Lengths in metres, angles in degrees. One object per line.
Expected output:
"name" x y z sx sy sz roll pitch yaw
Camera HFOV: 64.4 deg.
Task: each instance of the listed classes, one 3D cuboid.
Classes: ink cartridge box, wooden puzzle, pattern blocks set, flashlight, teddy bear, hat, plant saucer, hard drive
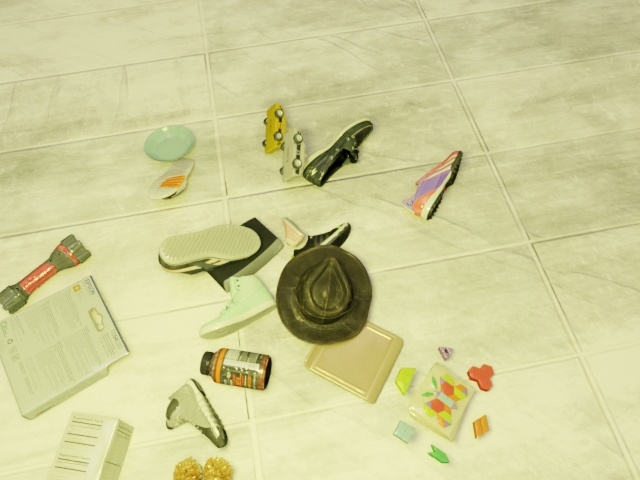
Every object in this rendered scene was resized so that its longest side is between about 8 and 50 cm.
"ink cartridge box" -0.792 0.316 1.559 0.330 0.071 0.324 -29 63 -18
"wooden puzzle" 0.102 0.343 1.539 0.239 0.044 0.220 27 64 11
"pattern blocks set" 0.346 0.450 1.432 0.286 0.026 0.324 23 56 4
"flashlight" -0.904 0.112 1.660 0.103 0.103 0.304 37 66 17
"teddy bear" -0.316 0.723 1.289 0.245 0.113 0.337 11 61 10
"hat" 0.015 0.141 1.538 0.332 0.134 0.331 1 64 -3
"plant saucer" -0.578 -0.363 1.954 0.195 0.037 0.194 -2 55 3
"hard drive" -0.268 0.038 1.711 0.255 0.054 0.172 -40 67 -19

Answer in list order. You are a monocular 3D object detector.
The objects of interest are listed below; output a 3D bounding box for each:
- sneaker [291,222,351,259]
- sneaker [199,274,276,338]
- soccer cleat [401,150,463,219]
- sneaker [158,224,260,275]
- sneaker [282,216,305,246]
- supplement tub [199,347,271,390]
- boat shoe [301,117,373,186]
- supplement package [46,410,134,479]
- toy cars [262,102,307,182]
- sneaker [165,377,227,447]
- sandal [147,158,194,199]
"sneaker" 0.000 0.000 1.709 0.235 0.084 0.097 -39 65 -19
"sneaker" -0.283 0.201 1.594 0.256 0.094 0.151 -24 68 -23
"soccer cleat" 0.408 -0.216 1.814 0.117 0.108 0.318 26 67 20
"sneaker" -0.358 0.031 1.628 0.321 0.127 0.126 -6 65 -27
"sneaker" -0.107 -0.025 1.745 0.070 0.051 0.134 -56 43 11
"supplement tub" -0.249 0.374 1.490 0.198 0.106 0.106 7 61 6
"boat shoe" 0.083 -0.316 1.865 0.340 0.127 0.113 -37 67 -16
"supplement package" -0.617 0.599 1.351 0.134 0.139 0.243 7 59 4
"toy cars" -0.121 -0.359 1.874 0.087 0.176 0.393 10 32 -34
"sneaker" -0.362 0.514 1.433 0.132 0.086 0.228 -34 55 -11
"sandal" -0.527 -0.208 1.854 0.102 0.076 0.265 9 40 12
